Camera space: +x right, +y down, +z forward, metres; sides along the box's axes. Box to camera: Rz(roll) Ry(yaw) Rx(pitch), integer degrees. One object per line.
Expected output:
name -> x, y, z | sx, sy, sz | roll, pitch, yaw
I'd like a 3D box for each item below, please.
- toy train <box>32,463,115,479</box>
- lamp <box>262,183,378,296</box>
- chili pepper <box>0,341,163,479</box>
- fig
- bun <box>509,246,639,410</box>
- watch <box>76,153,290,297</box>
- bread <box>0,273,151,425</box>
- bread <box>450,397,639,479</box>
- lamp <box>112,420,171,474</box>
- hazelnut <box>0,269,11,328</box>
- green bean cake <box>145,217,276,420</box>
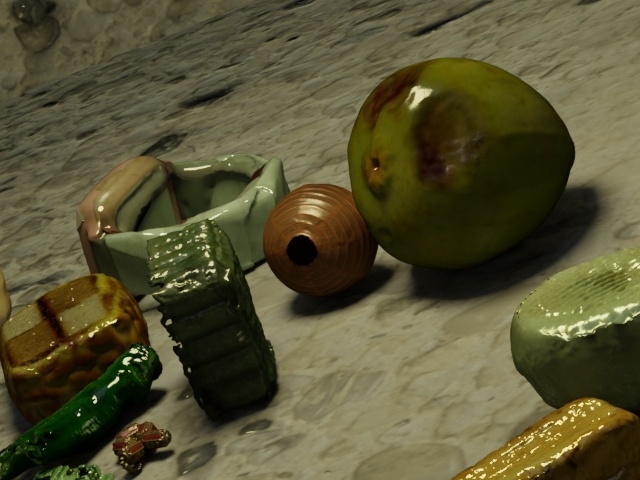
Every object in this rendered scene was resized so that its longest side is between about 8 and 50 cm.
toy train -> -0.247, 0.251, 1.736 | 0.083, 0.053, 0.033 | -16, 21, 23
lamp -> 0.000, 0.000, 1.988 | 0.136, 0.136, 0.136 | -20, 20, 8
chili pepper -> -0.263, 0.197, 1.885 | 0.224, 0.061, 0.098 | -43, 14, -37
fig -> 0.169, -0.085, 1.919 | 0.271, 0.239, 0.239 | -3, 9, -28
bun -> 0.265, 0.087, 1.505 | 0.195, 0.118, 0.195 | -17, 15, 5
watch -> -0.160, -0.022, 2.239 | 0.241, 0.162, 0.253 | 2, 32, 25
bread -> -0.296, 0.127, 2.052 | 0.181, 0.096, 0.222 | -28, 21, -5
bread -> 0.166, 0.206, 1.359 | 0.211, 0.083, 0.114 | -28, 15, -13
lamp -> -0.194, 0.215, 1.810 | 0.063, 0.031, 0.083 | -28, 17, -18
hazelnut -> -0.547, 0.100, 2.249 | 0.261, 0.241, 0.261 | 7, 19, -2
green bean cake -> -0.116, 0.080, 1.853 | 0.094, 0.173, 0.181 | -21, 19, 1
